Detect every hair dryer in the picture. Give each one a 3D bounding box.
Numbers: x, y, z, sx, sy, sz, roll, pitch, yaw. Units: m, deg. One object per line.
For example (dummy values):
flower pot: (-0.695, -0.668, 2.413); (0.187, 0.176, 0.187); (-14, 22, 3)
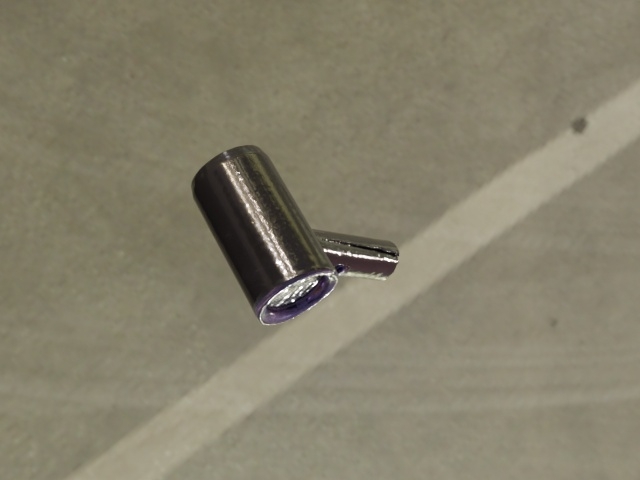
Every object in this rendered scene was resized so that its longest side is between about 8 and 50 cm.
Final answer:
hair dryer: (0.000, 0.000, 0.448); (0.026, 0.047, 0.083); (-39, 156, 25)
